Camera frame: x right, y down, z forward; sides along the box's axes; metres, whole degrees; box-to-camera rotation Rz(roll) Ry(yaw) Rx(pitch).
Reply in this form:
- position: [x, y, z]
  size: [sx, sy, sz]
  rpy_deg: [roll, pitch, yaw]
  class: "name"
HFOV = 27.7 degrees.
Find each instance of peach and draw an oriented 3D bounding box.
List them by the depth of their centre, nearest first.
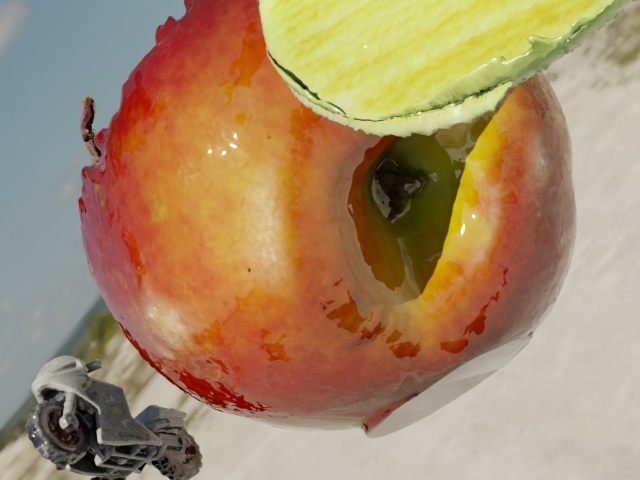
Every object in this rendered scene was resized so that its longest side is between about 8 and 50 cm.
- position: [0.010, -0.017, 0.926]
  size: [0.335, 0.310, 0.406]
  rpy_deg: [-28, -9, -24]
  class: "peach"

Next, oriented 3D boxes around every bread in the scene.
- position: [0.081, -0.178, 0.569]
  size: [0.301, 0.045, 0.301]
  rpy_deg: [-30, 46, 36]
  class: "bread"

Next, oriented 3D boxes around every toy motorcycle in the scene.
- position: [-0.212, 0.182, 1.302]
  size: [0.080, 0.215, 0.122]
  rpy_deg: [-40, 53, 25]
  class: "toy motorcycle"
